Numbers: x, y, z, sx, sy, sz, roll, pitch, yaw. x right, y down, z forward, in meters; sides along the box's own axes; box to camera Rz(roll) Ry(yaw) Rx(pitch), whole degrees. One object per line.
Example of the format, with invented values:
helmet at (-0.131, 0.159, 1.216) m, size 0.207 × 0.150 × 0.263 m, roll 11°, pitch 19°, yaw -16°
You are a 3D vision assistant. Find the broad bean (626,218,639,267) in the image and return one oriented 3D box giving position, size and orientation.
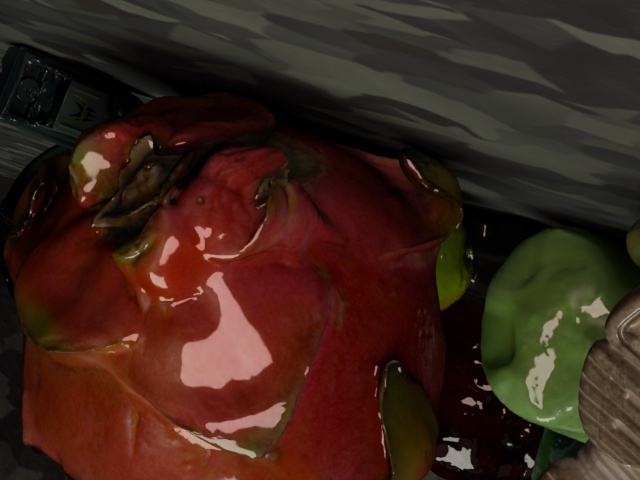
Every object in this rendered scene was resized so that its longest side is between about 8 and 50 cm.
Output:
broad bean at (0.225, 0.011, 1.124) m, size 0.083 × 0.045 × 0.063 m, roll 23°, pitch 169°, yaw 2°

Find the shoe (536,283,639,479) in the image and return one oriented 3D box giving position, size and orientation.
shoe at (0.253, 0.103, 1.077) m, size 0.198 × 0.351 × 0.172 m, roll -26°, pitch -113°, yaw -38°

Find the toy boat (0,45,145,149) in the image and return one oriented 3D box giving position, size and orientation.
toy boat at (-0.168, -0.091, 1.301) m, size 0.141 × 0.055 × 0.060 m, roll 21°, pitch -178°, yaw -44°

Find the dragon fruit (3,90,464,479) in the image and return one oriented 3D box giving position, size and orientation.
dragon fruit at (-0.050, 0.016, 1.163) m, size 0.305 × 0.226 × 0.305 m, roll 5°, pitch -153°, yaw -3°

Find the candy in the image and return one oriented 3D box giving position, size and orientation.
candy at (0.243, 0.091, 1.408) m, size 0.343 × 0.132 × 0.142 m, roll 24°, pitch -153°, yaw -52°

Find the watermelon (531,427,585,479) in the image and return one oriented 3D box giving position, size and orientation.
watermelon at (0.353, 0.154, 1.641) m, size 0.264 × 0.151 × 0.302 m, roll 22°, pitch -147°, yaw 25°

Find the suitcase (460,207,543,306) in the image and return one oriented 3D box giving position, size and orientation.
suitcase at (0.103, 0.011, 1.536) m, size 0.285 × 0.066 × 0.206 m, roll 15°, pitch 176°, yaw 39°

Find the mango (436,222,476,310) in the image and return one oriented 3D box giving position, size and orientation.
mango at (0.000, 0.000, 1.376) m, size 0.233 × 0.125 × 0.111 m, roll 10°, pitch -157°, yaw 4°

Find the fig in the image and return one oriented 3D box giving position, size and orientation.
fig at (0.161, 0.122, 1.793) m, size 0.263 × 0.224 × 0.224 m, roll 23°, pitch -179°, yaw 39°

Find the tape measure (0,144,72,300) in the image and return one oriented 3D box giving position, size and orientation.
tape measure at (-0.190, 0.002, 1.706) m, size 0.223 × 0.202 × 0.135 m, roll 2°, pitch 175°, yaw 1°
